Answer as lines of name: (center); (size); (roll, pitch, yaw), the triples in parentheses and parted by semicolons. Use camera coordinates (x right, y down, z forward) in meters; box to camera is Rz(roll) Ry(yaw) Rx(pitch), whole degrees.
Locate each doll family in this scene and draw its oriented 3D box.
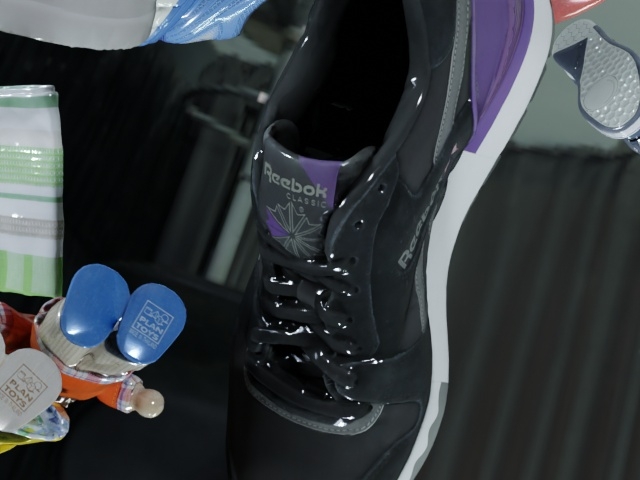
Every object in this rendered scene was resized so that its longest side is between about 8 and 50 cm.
doll family: (-0.195, 0.036, 0.547); (0.263, 0.118, 0.163); (35, 152, -13)

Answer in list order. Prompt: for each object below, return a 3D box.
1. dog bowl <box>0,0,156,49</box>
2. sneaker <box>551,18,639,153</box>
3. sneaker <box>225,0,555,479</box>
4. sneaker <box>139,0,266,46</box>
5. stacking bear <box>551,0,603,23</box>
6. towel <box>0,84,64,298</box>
dog bowl: (-0.224, -0.229, 0.676); (0.348, 0.102, 0.349); (27, -162, -9)
sneaker: (0.351, -0.143, 1.443); (0.086, 0.226, 0.163); (-41, 117, 19)
sneaker: (0.000, 0.000, 0.542); (0.107, 0.283, 0.124); (18, -174, 26)
sneaker: (-0.040, -0.264, 0.922); (0.147, 0.130, 0.330); (1, 146, -36)
stacking bear: (0.033, -0.230, 0.624); (0.289, 0.175, 0.164); (22, -173, -36)
towel: (-0.233, -0.037, 0.950); (0.113, 0.152, 0.023); (4, -172, 34)
